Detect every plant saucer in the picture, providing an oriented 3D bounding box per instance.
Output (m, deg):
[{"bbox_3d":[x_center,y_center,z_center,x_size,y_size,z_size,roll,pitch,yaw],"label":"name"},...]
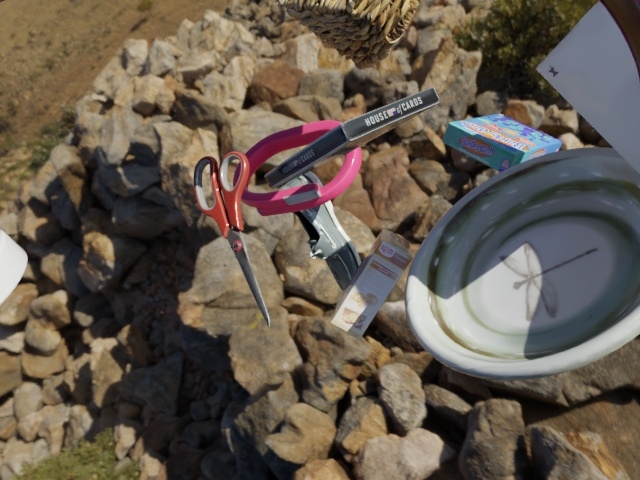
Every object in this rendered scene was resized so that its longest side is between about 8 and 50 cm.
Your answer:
[{"bbox_3d":[0.314,0.039,0.717,0.400,0.100,0.401,-34,29,22],"label":"plant saucer"}]

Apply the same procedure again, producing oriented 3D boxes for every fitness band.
[{"bbox_3d":[-0.053,-0.156,1.057,0.290,0.054,0.209,-8,53,24],"label":"fitness band"}]

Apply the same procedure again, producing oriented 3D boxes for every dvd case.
[{"bbox_3d":[0.037,-0.148,0.745,0.179,0.030,0.238,-29,7,-31],"label":"dvd case"}]

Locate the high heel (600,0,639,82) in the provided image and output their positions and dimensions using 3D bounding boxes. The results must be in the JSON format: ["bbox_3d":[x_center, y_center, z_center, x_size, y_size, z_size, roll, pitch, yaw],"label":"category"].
[{"bbox_3d":[0.191,-0.123,0.311,0.117,0.244,0.082,-10,20,10],"label":"high heel"}]

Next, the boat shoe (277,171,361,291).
[{"bbox_3d":[0.000,0.000,1.158,0.099,0.320,0.116,-29,7,-26],"label":"boat shoe"}]

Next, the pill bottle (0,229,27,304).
[{"bbox_3d":[-0.546,-0.057,0.535,0.228,0.408,0.229,-18,42,16],"label":"pill bottle"}]

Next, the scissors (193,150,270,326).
[{"bbox_3d":[-0.140,-0.003,0.778,0.108,0.021,0.298,-17,76,23],"label":"scissors"}]

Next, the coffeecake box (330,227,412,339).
[{"bbox_3d":[0.100,0.079,0.966,0.068,0.142,0.186,31,104,2],"label":"coffeecake box"}]

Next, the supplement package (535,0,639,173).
[{"bbox_3d":[0.463,-0.261,0.613,0.262,0.199,0.198,-37,82,-24],"label":"supplement package"}]

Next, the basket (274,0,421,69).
[{"bbox_3d":[0.117,-0.426,0.742,0.213,0.223,0.299,30,98,43],"label":"basket"}]

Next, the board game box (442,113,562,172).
[{"bbox_3d":[0.381,-0.207,1.037,0.160,0.210,0.047,38,131,33],"label":"board game box"}]
